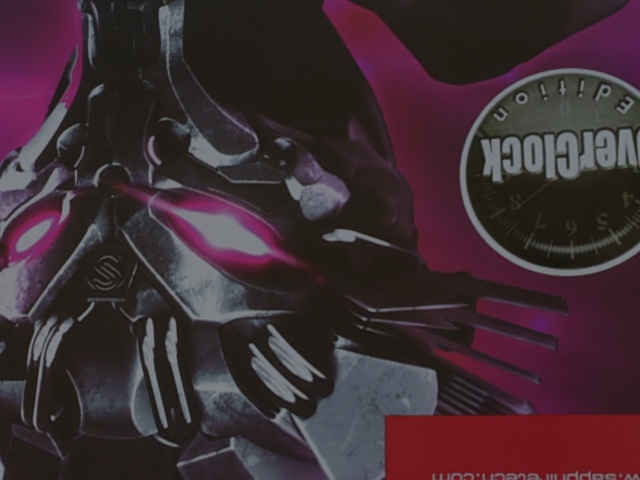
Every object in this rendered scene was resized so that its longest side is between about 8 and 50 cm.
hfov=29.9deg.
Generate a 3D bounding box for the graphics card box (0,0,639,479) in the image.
[{"bbox_3d":[0.000,0.000,0.366,0.233,0.371,0.094,-2,-14,16],"label":"graphics card box"}]
